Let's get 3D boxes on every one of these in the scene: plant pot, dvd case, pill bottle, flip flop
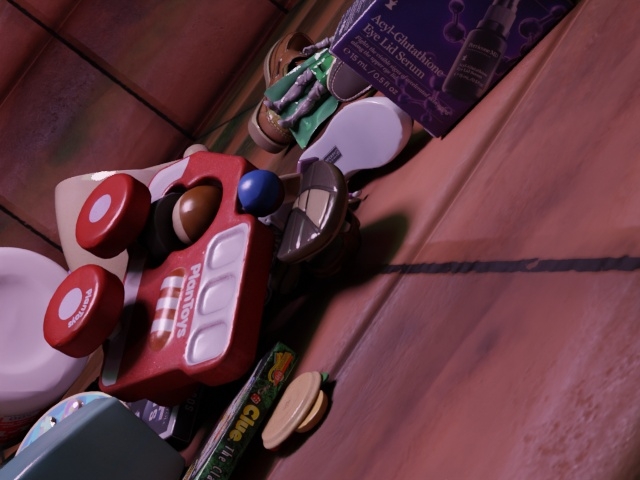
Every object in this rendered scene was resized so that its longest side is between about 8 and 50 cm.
[{"bbox_3d":[-0.217,0.030,1.562,0.284,0.284,0.191,155,117,-64],"label":"plant pot"},{"bbox_3d":[-0.196,0.184,1.424,0.238,0.029,0.179,-36,36,54],"label":"dvd case"},{"bbox_3d":[-0.482,0.181,1.694,0.229,0.229,0.407,-61,9,-30],"label":"pill bottle"},{"bbox_3d":[0.000,0.000,1.223,0.277,0.080,0.112,118,171,-70],"label":"flip flop"},{"bbox_3d":[-0.261,0.286,1.207,0.234,0.166,0.165,-49,11,-21],"label":"plant pot"}]

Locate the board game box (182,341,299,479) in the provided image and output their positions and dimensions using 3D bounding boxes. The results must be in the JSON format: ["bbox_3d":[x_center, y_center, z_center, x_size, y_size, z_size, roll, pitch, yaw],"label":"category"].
[{"bbox_3d":[-0.107,0.219,1.051,0.260,0.030,0.136,-59,6,-29],"label":"board game box"}]

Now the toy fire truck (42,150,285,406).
[{"bbox_3d":[-0.141,0.031,1.256,0.254,0.169,0.302,-19,48,38],"label":"toy fire truck"}]

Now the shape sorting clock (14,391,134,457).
[{"bbox_3d":[-0.292,0.275,1.364,0.206,0.040,0.206,-14,61,28],"label":"shape sorting clock"}]

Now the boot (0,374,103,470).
[{"bbox_3d":[-0.372,0.304,1.699,0.338,0.118,0.223,-31,18,45],"label":"boot"}]

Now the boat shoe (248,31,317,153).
[{"bbox_3d":[-0.037,-0.276,2.033,0.104,0.110,0.307,-38,29,37],"label":"boat shoe"}]

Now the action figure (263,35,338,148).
[{"bbox_3d":[0.015,-0.272,1.837,0.232,0.137,0.063,-43,-29,13],"label":"action figure"}]

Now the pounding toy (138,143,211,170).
[{"bbox_3d":[-0.223,-0.040,1.996,0.183,0.110,0.237,-25,50,-6],"label":"pounding toy"}]

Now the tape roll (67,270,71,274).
[{"bbox_3d":[-0.300,0.096,1.753,0.080,0.189,0.189,-53,13,-1],"label":"tape roll"}]

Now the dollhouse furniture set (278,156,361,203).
[{"bbox_3d":[-0.011,-0.036,1.322,0.114,0.081,0.091,-18,-61,-51],"label":"dollhouse furniture set"}]

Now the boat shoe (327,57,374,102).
[{"bbox_3d":[0.088,-0.276,1.621,0.223,0.080,0.073,-43,10,20],"label":"boat shoe"}]

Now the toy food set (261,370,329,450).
[{"bbox_3d":[-0.021,0.148,1.014,0.083,0.020,0.082,-48,14,25],"label":"toy food set"}]

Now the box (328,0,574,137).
[{"bbox_3d":[0.134,-0.236,1.187,0.207,0.153,0.108,-46,15,31],"label":"box"}]

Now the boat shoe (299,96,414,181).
[{"bbox_3d":[0.054,-0.115,1.351,0.076,0.080,0.228,-32,-4,-30],"label":"boat shoe"}]

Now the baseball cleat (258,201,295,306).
[{"bbox_3d":[-0.069,0.026,1.438,0.206,0.072,0.109,-61,26,-8],"label":"baseball cleat"}]
